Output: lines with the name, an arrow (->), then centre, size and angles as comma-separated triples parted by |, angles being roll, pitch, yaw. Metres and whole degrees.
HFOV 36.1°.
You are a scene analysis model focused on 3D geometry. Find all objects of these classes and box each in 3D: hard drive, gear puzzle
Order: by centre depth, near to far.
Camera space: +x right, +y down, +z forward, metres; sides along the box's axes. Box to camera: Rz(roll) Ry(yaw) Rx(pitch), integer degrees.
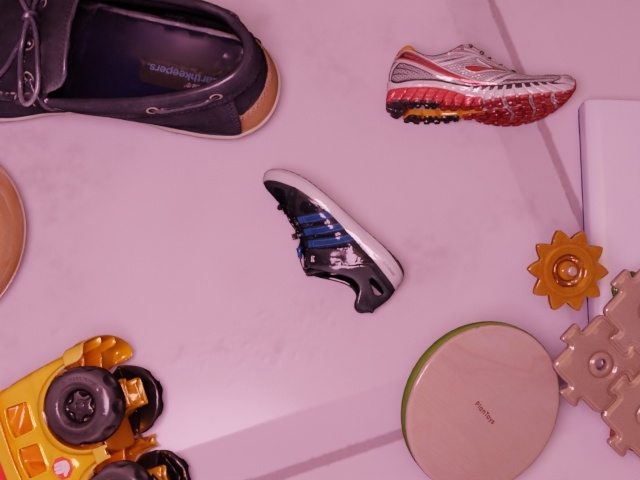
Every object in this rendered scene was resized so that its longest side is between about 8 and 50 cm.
gear puzzle -> 0.336, 0.126, 1.055 | 0.339, 0.044, 0.175 | 45, 86, -11
hard drive -> 0.415, -0.007, 1.147 | 0.210, 0.040, 0.318 | 2, 76, -2

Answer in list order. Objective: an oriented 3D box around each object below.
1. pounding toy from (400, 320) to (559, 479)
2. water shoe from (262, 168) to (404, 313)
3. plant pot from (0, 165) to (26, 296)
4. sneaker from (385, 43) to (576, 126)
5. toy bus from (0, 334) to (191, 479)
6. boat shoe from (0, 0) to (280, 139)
pounding toy -> 0.158, 0.191, 1.069 | 0.183, 0.110, 0.236 | -17, 106, -18
water shoe -> 0.000, 0.000, 1.113 | 0.203, 0.073, 0.080 | 40, 80, 8
plant pot -> -0.451, -0.002, 1.117 | 0.237, 0.032, 0.236 | 0, 75, -1
sneaker -> 0.191, -0.192, 1.162 | 0.225, 0.088, 0.092 | 3, 74, -2
toy bus -> -0.264, 0.234, 1.015 | 0.212, 0.149, 0.220 | -24, 80, 5
boat shoe -> -0.294, -0.223, 1.119 | 0.501, 0.156, 0.186 | 9, 77, 2
